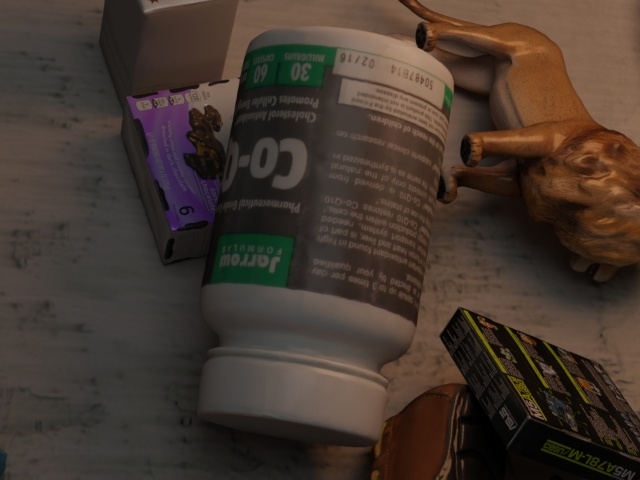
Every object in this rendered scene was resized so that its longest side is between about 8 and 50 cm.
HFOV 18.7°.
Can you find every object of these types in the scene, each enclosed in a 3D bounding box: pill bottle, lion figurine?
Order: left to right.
[{"bbox_3d":[0.000,0.000,1.809,0.204,0.204,0.361,11,78,-5],"label":"pill bottle"},{"bbox_3d":[0.219,-0.134,2.031,0.240,0.142,0.392,-1,55,-21],"label":"lion figurine"}]

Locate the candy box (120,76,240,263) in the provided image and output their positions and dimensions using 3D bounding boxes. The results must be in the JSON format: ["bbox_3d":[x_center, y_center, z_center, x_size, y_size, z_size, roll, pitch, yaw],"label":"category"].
[{"bbox_3d":[-0.085,-0.079,1.968,0.196,0.070,0.165,-12,63,-18],"label":"candy box"}]

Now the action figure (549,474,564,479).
[{"bbox_3d":[0.344,0.307,1.682,0.330,0.341,0.178,21,44,3],"label":"action figure"}]

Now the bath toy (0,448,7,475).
[{"bbox_3d":[-0.415,0.084,1.769,0.348,0.151,0.129,51,24,22],"label":"bath toy"}]

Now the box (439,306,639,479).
[{"bbox_3d":[0.220,0.153,1.818,0.184,0.045,0.190,20,22,-28],"label":"box"}]

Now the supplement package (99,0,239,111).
[{"bbox_3d":[-0.156,-0.225,1.979,0.105,0.179,0.105,-11,62,-18],"label":"supplement package"}]

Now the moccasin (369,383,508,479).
[{"bbox_3d":[0.076,0.300,1.731,0.139,0.147,0.380,37,43,-36],"label":"moccasin"}]
